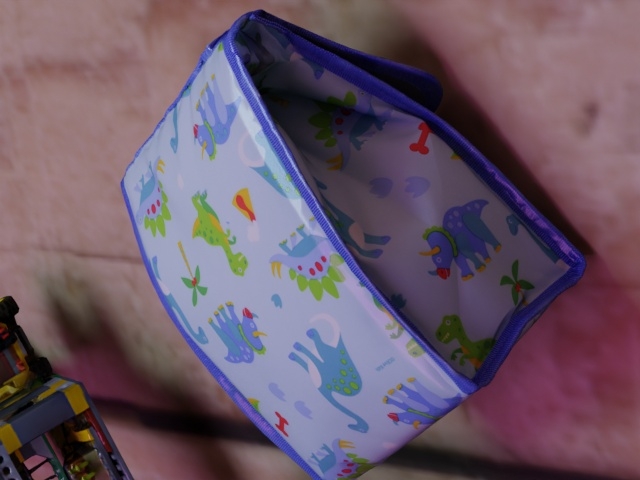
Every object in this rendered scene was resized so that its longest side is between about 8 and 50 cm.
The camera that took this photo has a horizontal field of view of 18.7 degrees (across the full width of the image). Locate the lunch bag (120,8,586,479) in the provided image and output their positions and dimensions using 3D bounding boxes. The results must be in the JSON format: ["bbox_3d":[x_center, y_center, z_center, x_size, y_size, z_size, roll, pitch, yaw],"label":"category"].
[{"bbox_3d":[0.000,0.000,0.716,0.151,0.096,0.129,44,144,0],"label":"lunch bag"}]

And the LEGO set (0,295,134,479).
[{"bbox_3d":[-0.166,0.212,0.951,0.255,0.192,0.331,16,132,63],"label":"LEGO set"}]
